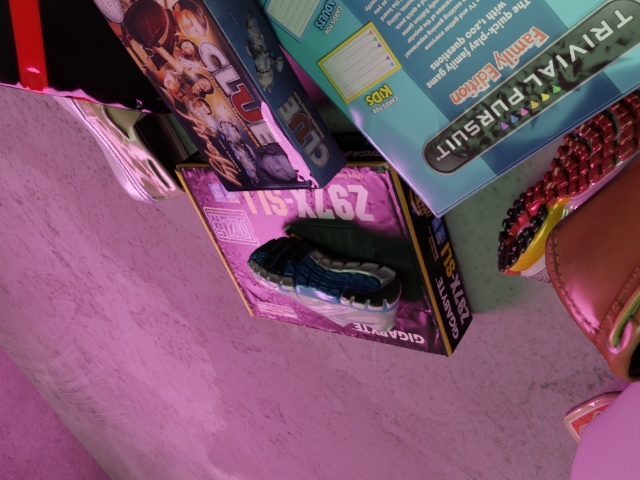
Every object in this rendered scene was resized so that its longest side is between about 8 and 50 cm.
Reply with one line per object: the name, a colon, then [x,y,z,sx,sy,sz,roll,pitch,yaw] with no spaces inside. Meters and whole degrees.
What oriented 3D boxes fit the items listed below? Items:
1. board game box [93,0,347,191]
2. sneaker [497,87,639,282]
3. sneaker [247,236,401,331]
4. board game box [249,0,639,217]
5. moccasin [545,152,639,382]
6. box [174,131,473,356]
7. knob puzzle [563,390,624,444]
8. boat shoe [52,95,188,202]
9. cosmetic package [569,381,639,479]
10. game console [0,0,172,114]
board game box: [-0.096,-0.151,0.558,0.165,0.042,0.243,4,134,51]
sneaker: [0.236,-0.043,0.511,0.092,0.088,0.225,18,141,-6]
sneaker: [0.001,0.058,0.694,0.190,0.071,0.083,19,143,28]
board game box: [0.073,-0.211,0.452,0.336,0.079,0.253,46,136,-7]
moccasin: [0.280,-0.056,0.333,0.139,0.147,0.380,18,130,-28]
box: [0.000,0.000,0.755,0.321,0.079,0.257,6,129,38]
knob puzzle: [0.372,0.241,0.699,0.213,0.030,0.213,24,140,22]
boat shoe: [-0.256,-0.178,0.804,0.094,0.109,0.302,-3,135,25]
cosmetic package: [0.398,0.292,0.423,0.393,0.327,0.330,22,146,14]
game console: [-0.284,-0.304,0.571,0.341,0.060,0.387,8,137,-10]
